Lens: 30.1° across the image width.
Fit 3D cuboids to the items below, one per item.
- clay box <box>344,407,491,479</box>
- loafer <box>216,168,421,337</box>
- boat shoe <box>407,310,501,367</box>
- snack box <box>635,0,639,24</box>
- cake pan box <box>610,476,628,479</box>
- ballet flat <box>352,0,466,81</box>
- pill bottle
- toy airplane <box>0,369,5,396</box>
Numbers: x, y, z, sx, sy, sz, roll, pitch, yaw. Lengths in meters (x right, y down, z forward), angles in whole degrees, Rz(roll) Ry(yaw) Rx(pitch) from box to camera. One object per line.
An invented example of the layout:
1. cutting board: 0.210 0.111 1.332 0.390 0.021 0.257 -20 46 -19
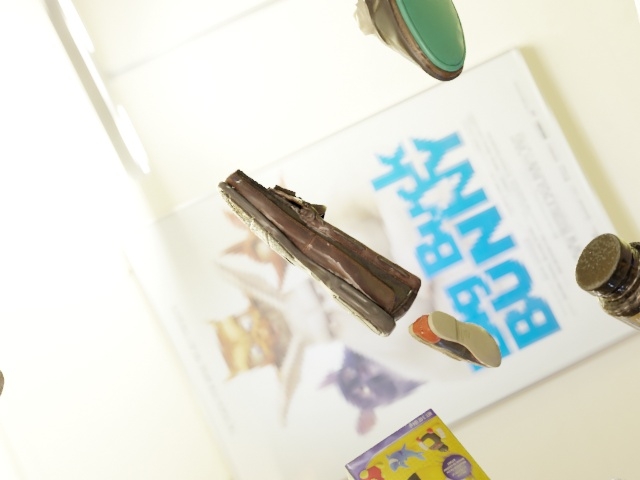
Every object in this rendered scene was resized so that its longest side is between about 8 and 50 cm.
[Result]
1. clay box: 0.141 0.309 1.343 0.222 0.127 0.053 49 164 36
2. loafer: 0.000 0.000 1.579 0.302 0.095 0.109 41 171 3
3. boat shoe: 0.168 0.125 1.463 0.137 0.043 0.049 27 -131 -34
4. snack box: 0.448 -0.267 1.574 0.178 0.022 0.064 63 179 -41
5. cake pan box: 0.365 0.284 1.042 0.246 0.267 0.070 3 -83 -75
6. ballet flat: 0.049 -0.200 0.893 0.074 0.074 0.203 75 175 -78
7. pill bottle: 0.489 0.075 1.769 0.219 0.122 0.123 27 -165 -24
8. toy airplane: -0.580 0.317 1.476 0.384 0.272 0.386 22 -102 -51
